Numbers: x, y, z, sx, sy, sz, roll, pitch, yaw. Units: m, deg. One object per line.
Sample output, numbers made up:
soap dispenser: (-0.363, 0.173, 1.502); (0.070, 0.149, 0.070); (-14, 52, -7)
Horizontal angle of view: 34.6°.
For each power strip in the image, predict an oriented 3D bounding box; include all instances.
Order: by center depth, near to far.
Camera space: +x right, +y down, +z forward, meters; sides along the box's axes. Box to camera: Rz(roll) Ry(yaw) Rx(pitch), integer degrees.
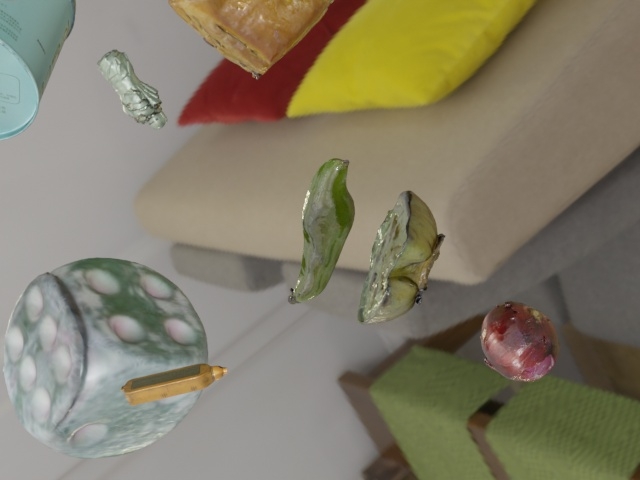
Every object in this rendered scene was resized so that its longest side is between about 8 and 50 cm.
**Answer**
power strip: (-0.239, 0.234, 1.693); (0.049, 0.178, 0.028); (-100, -4, -70)

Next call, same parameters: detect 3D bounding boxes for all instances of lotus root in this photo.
lotus root: (0.121, 0.033, 1.463); (0.078, 0.203, 0.183); (20, 131, -7)

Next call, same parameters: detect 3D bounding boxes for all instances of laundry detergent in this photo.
laundry detergent: (-0.591, -0.377, 1.802); (0.287, 0.305, 0.287); (5, 141, 4)

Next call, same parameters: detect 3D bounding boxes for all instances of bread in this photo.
bread: (-0.087, -0.377, 1.508); (0.210, 0.235, 0.099); (40, 167, -24)

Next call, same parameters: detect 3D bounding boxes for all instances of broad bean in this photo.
broad bean: (-0.002, 0.005, 1.593); (0.075, 0.067, 0.325); (38, 132, 26)

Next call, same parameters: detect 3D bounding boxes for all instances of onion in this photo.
onion: (0.309, 0.158, 1.607); (0.131, 0.131, 0.131); (41, 155, 25)

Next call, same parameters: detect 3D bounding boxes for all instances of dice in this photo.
dice: (-0.474, 0.254, 2.244); (0.330, 0.348, 0.328); (-53, 52, 23)

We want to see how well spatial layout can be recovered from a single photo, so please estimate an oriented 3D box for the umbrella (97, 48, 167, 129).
umbrella: (-0.293, -0.236, 1.619); (0.067, 0.062, 0.143); (-29, 105, 32)
